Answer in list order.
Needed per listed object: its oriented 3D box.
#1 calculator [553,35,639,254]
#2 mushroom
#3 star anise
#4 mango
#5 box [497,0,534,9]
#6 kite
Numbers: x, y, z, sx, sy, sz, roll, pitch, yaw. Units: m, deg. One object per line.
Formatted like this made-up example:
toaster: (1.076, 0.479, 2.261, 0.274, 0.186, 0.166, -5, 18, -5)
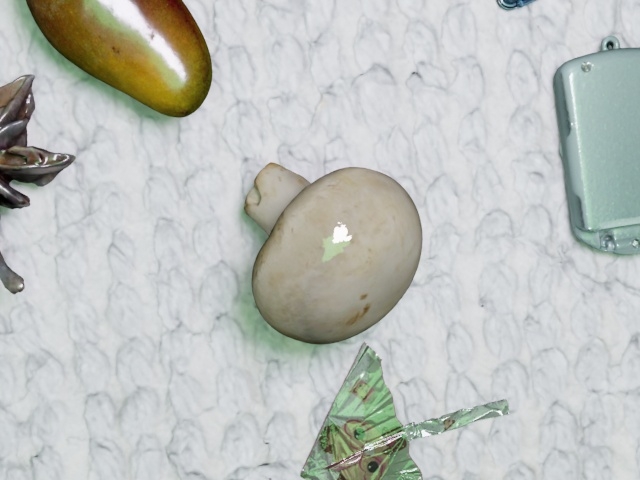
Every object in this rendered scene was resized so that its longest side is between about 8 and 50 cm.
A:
calculator: (0.339, -0.107, 1.475, 0.141, 0.045, 0.246, -9, 95, -7)
mushroom: (0.000, 0.000, 1.376, 0.204, 0.204, 0.204, 0, 94, -8)
star anise: (-0.356, -0.064, 1.361, 0.209, 0.089, 0.231, 4, 87, 4)
mango: (-0.217, -0.235, 1.357, 0.133, 0.111, 0.267, -43, 97, -19)
box: (0.219, -0.310, 1.441, 0.074, 0.054, 0.099, -26, 96, -7)
kite: (0.094, 0.218, 1.481, 0.250, 0.012, 0.229, -19, 97, -8)
